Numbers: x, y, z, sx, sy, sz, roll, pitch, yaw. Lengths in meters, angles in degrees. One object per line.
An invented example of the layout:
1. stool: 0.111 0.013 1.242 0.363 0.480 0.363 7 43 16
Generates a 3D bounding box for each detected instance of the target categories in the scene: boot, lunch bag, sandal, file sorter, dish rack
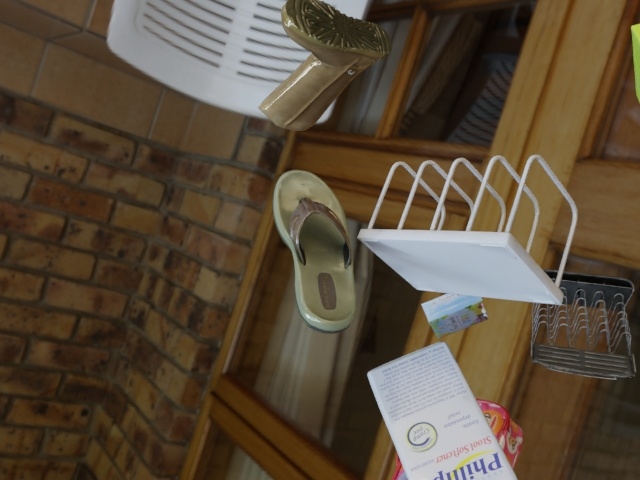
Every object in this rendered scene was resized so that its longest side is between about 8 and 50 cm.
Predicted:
1. boot: -0.033 -0.303 1.214 0.236 0.089 0.269 9 152 -36
2. lunch bag: 0.282 0.486 1.465 0.258 0.293 0.120 1 143 42
3. sandal: 0.002 0.001 1.064 0.120 0.303 0.086 -6 145 -14
4. file sorter: 0.244 -0.025 1.081 0.277 0.173 0.193 3 153 46
5. dish rack: 0.516 0.164 1.322 0.208 0.074 0.271 5 -149 16

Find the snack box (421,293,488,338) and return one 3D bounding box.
1. snack box: 0.416 0.219 2.049 0.174 0.070 0.207 -23 151 8

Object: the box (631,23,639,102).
1. box: 0.386 -0.151 0.732 0.042 0.178 0.109 -13 134 18

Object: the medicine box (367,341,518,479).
1. medicine box: 0.216 0.369 1.109 0.263 0.149 0.289 66 -179 -46
